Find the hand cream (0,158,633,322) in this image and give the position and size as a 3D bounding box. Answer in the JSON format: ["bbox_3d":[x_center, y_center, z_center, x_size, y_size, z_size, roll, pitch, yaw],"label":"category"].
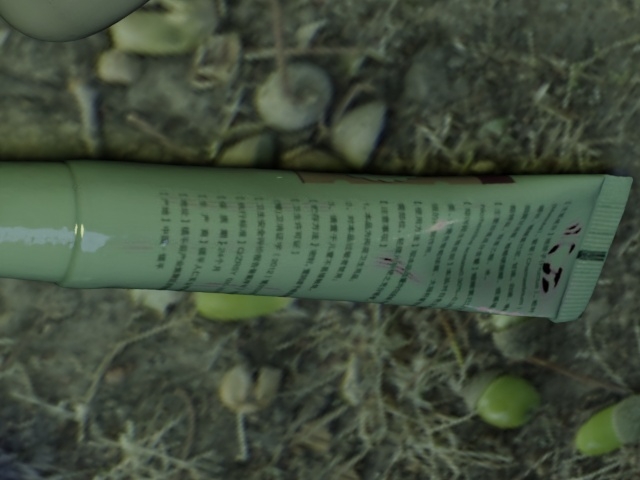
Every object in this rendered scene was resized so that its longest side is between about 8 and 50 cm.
[{"bbox_3d":[0.000,0.000,0.733,0.331,0.058,0.085,4,115,-24],"label":"hand cream"}]

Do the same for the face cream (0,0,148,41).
[{"bbox_3d":[-0.127,-0.213,0.546,0.144,0.071,0.291,-43,126,-13],"label":"face cream"}]
